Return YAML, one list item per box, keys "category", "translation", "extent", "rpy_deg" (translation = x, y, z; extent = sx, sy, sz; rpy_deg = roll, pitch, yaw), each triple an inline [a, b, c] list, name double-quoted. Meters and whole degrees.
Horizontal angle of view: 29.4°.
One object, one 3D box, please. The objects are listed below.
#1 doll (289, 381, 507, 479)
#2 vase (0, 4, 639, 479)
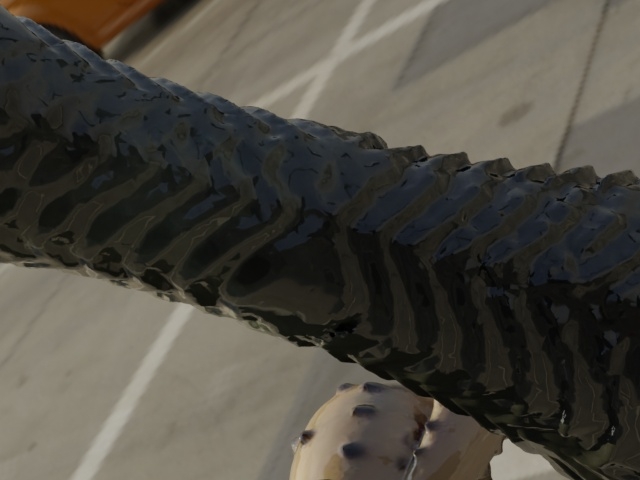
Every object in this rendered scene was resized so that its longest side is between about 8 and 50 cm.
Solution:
- category: "doll"
  translation: [0.026, 0.118, 0.461]
  extent: [0.154, 0.119, 0.278]
  rpy_deg: [-48, 1, 31]
- category: "vase"
  translation: [0.000, 0.000, 0.352]
  extent: [0.115, 0.237, 0.115]
  rpy_deg: [-163, 90, -78]
